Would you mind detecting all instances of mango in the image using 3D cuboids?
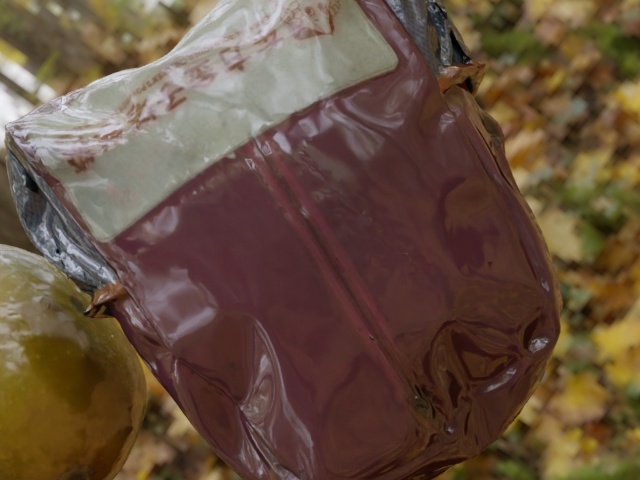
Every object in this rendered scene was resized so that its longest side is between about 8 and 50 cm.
[{"bbox_3d":[-0.232,0.091,1.417,0.329,0.175,0.177,-171,89,-66],"label":"mango"}]

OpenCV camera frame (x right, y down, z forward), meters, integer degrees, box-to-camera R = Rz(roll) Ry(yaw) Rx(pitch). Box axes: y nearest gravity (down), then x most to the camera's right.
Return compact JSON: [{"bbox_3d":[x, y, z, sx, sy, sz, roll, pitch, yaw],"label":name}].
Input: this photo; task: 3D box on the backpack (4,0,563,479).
[{"bbox_3d":[0.000,0.000,1.166,0.283,0.317,0.197,-34,-10,2],"label":"backpack"}]
